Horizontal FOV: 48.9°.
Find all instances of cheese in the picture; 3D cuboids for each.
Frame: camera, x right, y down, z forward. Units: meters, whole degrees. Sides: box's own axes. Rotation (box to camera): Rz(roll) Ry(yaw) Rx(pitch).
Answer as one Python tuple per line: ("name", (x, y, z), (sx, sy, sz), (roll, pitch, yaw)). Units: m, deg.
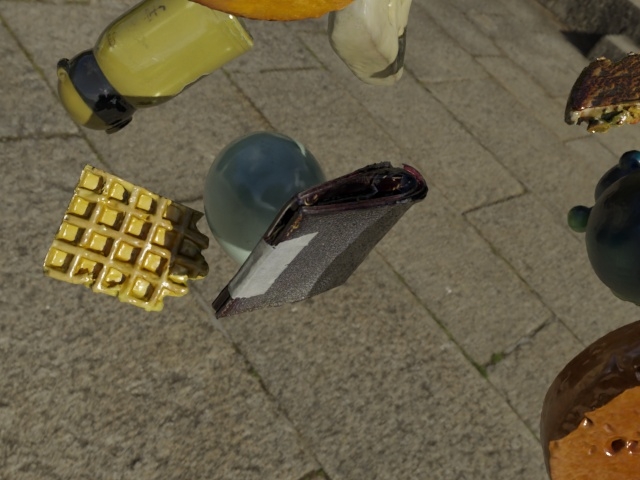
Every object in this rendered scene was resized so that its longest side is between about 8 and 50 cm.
("cheese", (0.109, -0.508, 1.414), (0.129, 0.351, 0.328), (9, 5, 16))

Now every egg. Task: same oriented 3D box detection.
("egg", (-0.095, -0.057, 1.297), (0.229, 0.371, 0.230), (0, 66, 1))

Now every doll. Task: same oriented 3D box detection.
("doll", (0.460, -0.020, 0.970), (0.322, 0.198, 0.186), (-82, 152, -66))

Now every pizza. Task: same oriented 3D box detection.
("pizza", (0.500, -0.230, 1.105), (0.069, 0.226, 0.147), (62, 31, -44))

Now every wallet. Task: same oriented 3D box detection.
("wallet", (0.000, 0.000, 0.906), (0.262, 0.221, 0.071), (-18, 66, -50))

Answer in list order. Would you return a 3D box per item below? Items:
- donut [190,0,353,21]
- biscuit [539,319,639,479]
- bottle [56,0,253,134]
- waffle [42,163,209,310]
("donut", (-0.011, -0.317, 0.593), (0.302, 0.303, 0.110), (-1, 68, -39))
("biscuit", (0.470, 0.212, 0.757), (0.455, 0.350, 0.078), (11, 35, -1))
("bottle", (-0.305, -0.326, 1.249), (0.172, 0.351, 0.171), (57, 9, -15))
("waffle", (-0.253, 0.009, 0.972), (0.210, 0.161, 0.055), (24, -4, -16))
